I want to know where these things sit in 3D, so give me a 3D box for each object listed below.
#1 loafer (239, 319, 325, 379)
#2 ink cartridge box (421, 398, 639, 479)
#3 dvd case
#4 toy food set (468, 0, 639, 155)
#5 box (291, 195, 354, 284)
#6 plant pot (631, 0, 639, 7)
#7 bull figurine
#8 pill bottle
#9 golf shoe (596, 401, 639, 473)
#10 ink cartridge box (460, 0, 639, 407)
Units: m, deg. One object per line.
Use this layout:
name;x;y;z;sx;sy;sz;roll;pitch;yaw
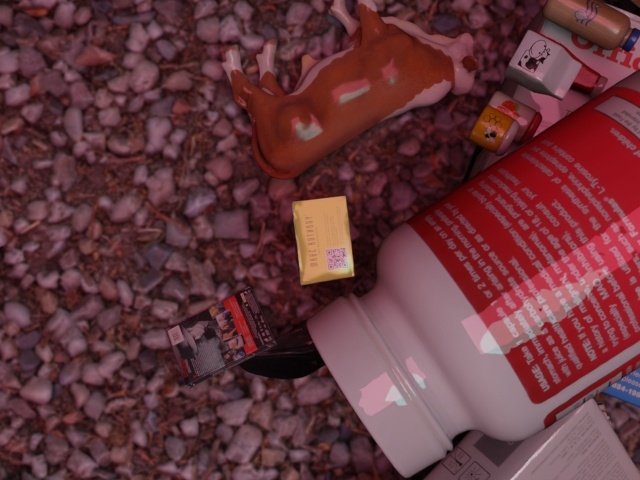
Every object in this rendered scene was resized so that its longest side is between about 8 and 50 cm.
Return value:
loafer;-0.017;0.129;1.006;0.170;0.062;0.061;-7;51;4
ink cartridge box;0.236;0.364;0.916;0.308;0.091;0.385;-44;125;-8
dvd case;-0.122;0.117;0.994;0.119;0.013;0.087;-27;55;-3
toy food set;0.248;-0.172;0.819;0.104;0.111;0.232;30;87;7
box;0.000;0.000;0.912;0.058;0.232;0.087;-7;89;-2
plant pot;0.460;-0.268;0.943;0.236;0.236;0.032;20;125;-2
bull figurine;0.039;-0.203;0.983;0.310;0.101;0.188;-32;87;-4
pill bottle;0.202;0.036;0.757;0.407;0.229;0.229;-33;91;0
golf shoe;0.339;0.246;1.005;0.186;0.067;0.086;37;88;-1
ink cartridge box;0.315;-0.042;0.955;0.285;0.166;0.395;23;89;0
